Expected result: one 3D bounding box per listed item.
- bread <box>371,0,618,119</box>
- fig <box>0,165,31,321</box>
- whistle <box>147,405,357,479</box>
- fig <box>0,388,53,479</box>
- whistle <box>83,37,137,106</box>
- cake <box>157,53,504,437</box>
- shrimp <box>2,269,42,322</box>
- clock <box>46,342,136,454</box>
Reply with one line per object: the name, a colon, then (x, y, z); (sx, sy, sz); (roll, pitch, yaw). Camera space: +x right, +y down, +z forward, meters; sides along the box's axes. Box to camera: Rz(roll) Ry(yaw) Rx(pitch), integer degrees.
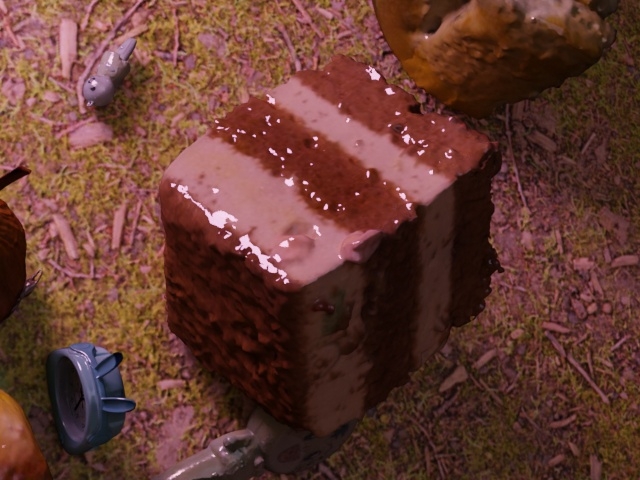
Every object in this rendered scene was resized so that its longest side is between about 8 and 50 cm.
bread: (0.226, -0.376, 1.805); (0.264, 0.239, 0.395); (32, 62, -18)
fig: (-0.336, 0.001, 1.415); (0.133, 0.201, 0.146); (-5, 70, -24)
whistle: (-0.063, 0.214, 1.575); (0.258, 0.126, 0.067); (-26, 54, -19)
fig: (-0.338, 0.182, 1.427); (0.159, 0.159, 0.257); (7, 52, -27)
whistle: (-0.230, -0.183, 1.625); (0.035, 0.035, 0.100); (37, 61, -16)
cake: (0.000, 0.000, 1.523); (0.290, 0.256, 0.282); (-30, 48, -30)
shrimp: (-0.324, 0.056, 1.516); (0.038, 0.029, 0.092); (41, 56, -4)
clock: (-0.227, 0.152, 1.470); (0.045, 0.147, 0.108); (-9, 82, -30)
